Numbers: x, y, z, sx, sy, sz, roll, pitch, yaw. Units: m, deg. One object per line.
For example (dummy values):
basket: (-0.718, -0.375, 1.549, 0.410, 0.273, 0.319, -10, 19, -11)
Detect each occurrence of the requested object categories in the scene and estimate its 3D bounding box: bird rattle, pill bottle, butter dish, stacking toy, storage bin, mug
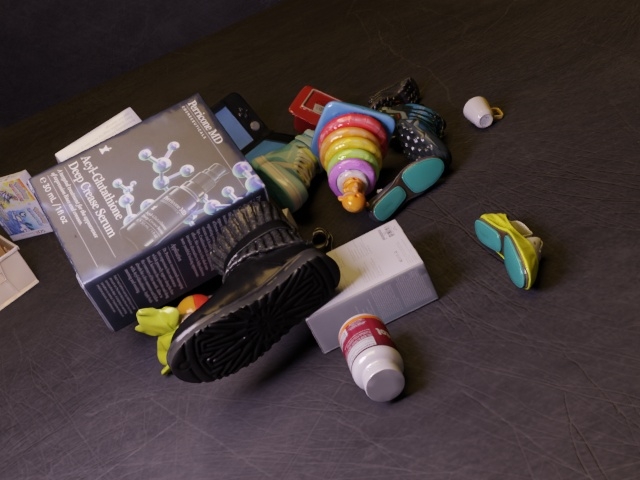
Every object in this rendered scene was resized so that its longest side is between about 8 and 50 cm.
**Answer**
bird rattle: (-0.241, 0.142, 1.674, 0.253, 0.143, 0.207, -28, 13, -9)
pill bottle: (0.086, 0.192, 1.366, 0.086, 0.086, 0.152, -26, 30, 1)
butter dish: (-0.005, -0.315, 2.233, 0.160, 0.118, 0.160, 25, 40, 2)
stacking toy: (0.073, -0.155, 1.835, 0.175, 0.166, 0.302, 13, 39, -11)
storage bin: (-0.938, 0.111, 2.268, 0.260, 0.123, 0.262, -40, 32, -23)
mug: (0.380, -0.297, 1.947, 0.078, 0.062, 0.064, -30, 37, 7)

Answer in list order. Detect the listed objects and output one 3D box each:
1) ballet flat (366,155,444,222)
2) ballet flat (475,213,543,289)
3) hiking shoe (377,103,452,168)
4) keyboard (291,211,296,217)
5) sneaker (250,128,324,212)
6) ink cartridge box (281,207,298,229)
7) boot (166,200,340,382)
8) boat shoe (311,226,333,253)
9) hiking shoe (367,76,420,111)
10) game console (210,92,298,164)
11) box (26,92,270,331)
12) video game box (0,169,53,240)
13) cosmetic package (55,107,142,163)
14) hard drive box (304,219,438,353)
ballet flat: (0.176, -0.113, 1.804, 0.203, 0.074, 0.074, -40, 32, -11)
ballet flat: (0.346, 0.008, 1.475, 0.077, 0.077, 0.231, -11, 26, -7)
hiking shoe: (0.241, -0.256, 1.938, 0.132, 0.113, 0.304, -20, 35, -11)
keyboard: (-0.149, -0.033, 1.978, 0.180, 0.023, 0.108, -10, 33, 29)
sneaker: (-0.041, -0.182, 2.007, 0.208, 0.127, 0.319, -30, 24, -6)
ink cartridge box: (-0.146, 0.003, 1.877, 0.180, 0.060, 0.104, -19, 30, 14)
boot: (-0.158, 0.085, 1.501, 0.348, 0.131, 0.260, -33, 40, -17)
boat shoe: (0.000, 0.000, 1.789, 0.046, 0.038, 0.125, -21, 30, 9)
hiking shoe: (0.163, -0.340, 2.183, 0.227, 0.086, 0.114, -41, 18, -34)
game console: (-0.229, -0.262, 2.270, 0.293, 0.250, 0.173, -43, 7, -28)
box: (-0.332, -0.059, 1.701, 0.395, 0.212, 0.293, -30, 61, -13)
video game box: (-0.896, -0.100, 2.493, 0.187, 0.205, 0.048, -14, 35, 22)
cosmetic package: (-0.485, -0.128, 2.043, 0.217, 0.385, 0.156, -37, 75, -20)
hard drive box: (0.074, 0.081, 1.548, 0.232, 0.089, 0.181, -25, 29, 1)
